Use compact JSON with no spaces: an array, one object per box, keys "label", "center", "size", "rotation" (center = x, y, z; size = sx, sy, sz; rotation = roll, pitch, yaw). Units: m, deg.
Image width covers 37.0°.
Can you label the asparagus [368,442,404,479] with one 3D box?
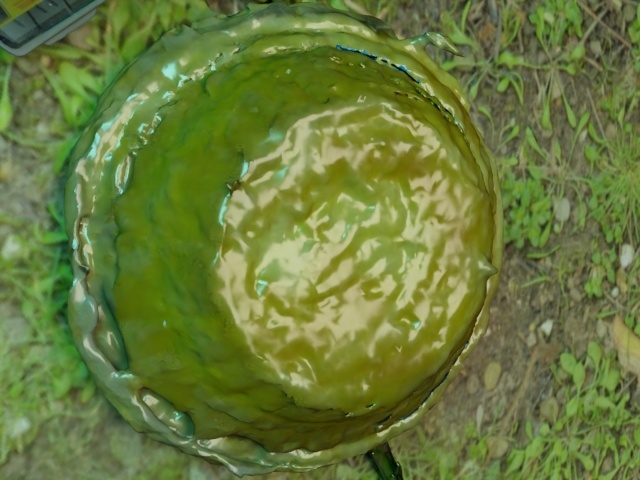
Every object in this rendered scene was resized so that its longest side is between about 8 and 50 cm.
[{"label":"asparagus","center":[0.050,0.167,0.859],"size":[0.034,0.027,0.236],"rotation":[-27,107,-22]}]

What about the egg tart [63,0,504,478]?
[{"label":"egg tart","center":[0.000,0.000,0.723],"size":[0.388,0.169,0.388],"rotation":[-2,95,-26]}]

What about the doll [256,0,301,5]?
[{"label":"doll","center":[-0.059,-0.263,0.729],"size":[0.188,0.096,0.145],"rotation":[17,89,-46]}]

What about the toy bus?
[{"label":"toy bus","center":[-0.157,-0.191,0.635],"size":[0.172,0.057,0.072],"rotation":[-34,117,1]}]
